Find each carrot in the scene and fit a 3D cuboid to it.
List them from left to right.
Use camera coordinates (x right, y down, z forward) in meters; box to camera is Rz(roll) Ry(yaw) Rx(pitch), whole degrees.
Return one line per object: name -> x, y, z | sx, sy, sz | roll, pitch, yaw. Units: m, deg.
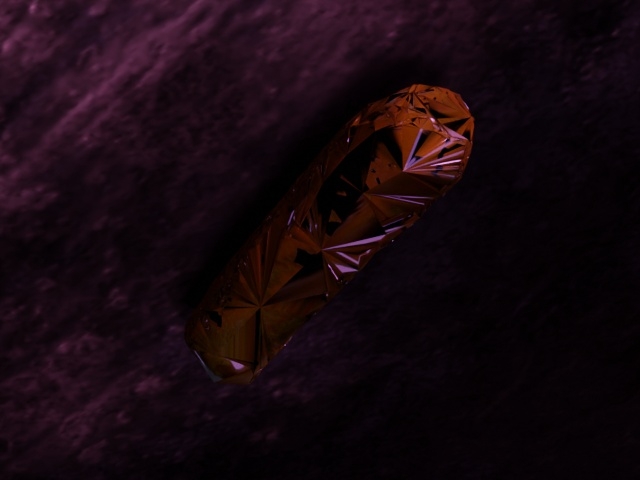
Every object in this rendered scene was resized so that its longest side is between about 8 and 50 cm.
carrot -> -0.001, 0.000, 0.984 | 0.069, 0.069, 0.228 | 15, 132, -36
